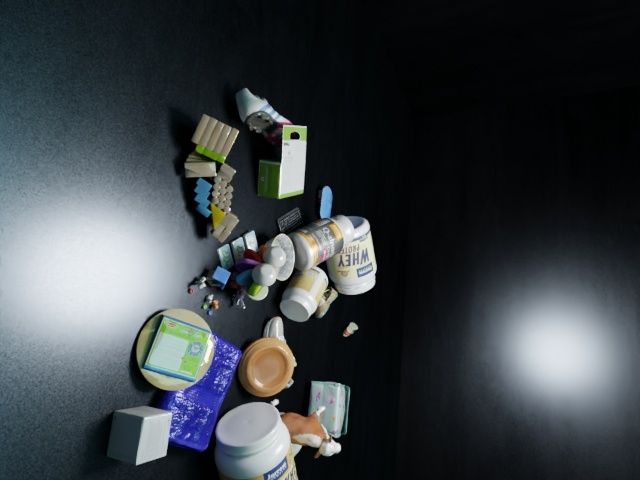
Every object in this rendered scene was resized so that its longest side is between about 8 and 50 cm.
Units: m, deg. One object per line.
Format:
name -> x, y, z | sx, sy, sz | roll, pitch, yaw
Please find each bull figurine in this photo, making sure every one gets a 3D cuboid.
bull figurine -> -0.074, 0.654, 1.425 | 0.188, 0.311, 0.101 | -33, 131, -78

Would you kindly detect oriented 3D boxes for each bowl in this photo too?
bowl -> -0.170, 0.061, 1.489 | 0.170, 0.080, 0.169 | 3, 87, -64

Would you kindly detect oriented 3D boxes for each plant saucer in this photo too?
plant saucer -> -0.179, 0.431, 1.382 | 0.200, 0.037, 0.199 | 2, 85, -28

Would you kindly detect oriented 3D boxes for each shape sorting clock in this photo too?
shape sorting clock -> -0.373, 0.281, 1.058 | 0.206, 0.040, 0.205 | 13, 71, -39

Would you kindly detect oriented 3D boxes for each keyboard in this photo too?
keyboard -> -0.120, -0.062, 1.664 | 0.180, 0.023, 0.108 | -40, 125, -57

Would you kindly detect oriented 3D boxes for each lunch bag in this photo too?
lunch bag -> 0.042, 0.749, 1.815 | 0.262, 0.160, 0.223 | 59, 34, -63

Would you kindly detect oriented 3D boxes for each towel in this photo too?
towel -> -0.336, 0.412, 1.141 | 0.227, 0.077, 0.307 | 56, 41, -49

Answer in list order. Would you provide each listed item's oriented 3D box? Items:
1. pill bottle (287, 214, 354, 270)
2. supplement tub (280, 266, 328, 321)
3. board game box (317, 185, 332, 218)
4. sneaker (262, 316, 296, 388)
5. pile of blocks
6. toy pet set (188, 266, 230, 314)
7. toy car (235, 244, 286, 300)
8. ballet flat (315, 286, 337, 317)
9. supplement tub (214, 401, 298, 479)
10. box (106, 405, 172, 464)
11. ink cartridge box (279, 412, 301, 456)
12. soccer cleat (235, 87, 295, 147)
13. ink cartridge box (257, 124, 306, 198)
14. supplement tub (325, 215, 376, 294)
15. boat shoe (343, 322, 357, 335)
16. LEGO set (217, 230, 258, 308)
pill bottle -> 0.000, 0.000, 1.657 | 0.279, 0.162, 0.162 | -27, 115, -37
supplement tub -> -0.066, 0.209, 1.623 | 0.199, 0.145, 0.144 | -60, 140, -46
board game box -> 0.015, -0.174, 1.937 | 0.133, 0.033, 0.168 | 19, 77, -68
sneaker -> -0.140, 0.412, 1.490 | 0.099, 0.121, 0.261 | 8, 82, -65
pile of blocks -> -0.321, -0.181, 1.198 | 0.113, 0.149, 0.361 | -143, -127, -68
toy pet set -> -0.312, 0.146, 1.212 | 0.122, 0.065, 0.114 | 64, 35, -41
toy car -> -0.202, 0.090, 1.300 | 0.159, 0.136, 0.181 | -55, -173, 51
ballet flat -> 0.015, 0.283, 1.896 | 0.067, 0.073, 0.206 | 54, 31, -7
supplement tub -> -0.194, 0.690, 1.246 | 0.228, 0.229, 0.315 | -35, 120, -60
box -> -0.417, 0.447, 0.942 | 0.087, 0.101, 0.101 | 28, 64, -60
ink cartridge box -> -0.138, 0.800, 1.559 | 0.181, 0.056, 0.224 | 58, 38, -46
soccer cleat -> -0.187, -0.438, 1.446 | 0.143, 0.116, 0.331 | 65, 15, 10
ink cartridge box -> -0.136, -0.294, 1.498 | 0.189, 0.097, 0.254 | -27, 125, -62
supplement tub -> 0.138, 0.070, 1.944 | 0.235, 0.236, 0.324 | -48, 130, -55
boat shoe -> 0.161, 0.481, 2.195 | 0.043, 0.049, 0.137 | -53, 165, 19
LEGO set -> -0.243, 0.110, 1.370 | 0.182, 0.060, 0.243 | -37, 122, -55
